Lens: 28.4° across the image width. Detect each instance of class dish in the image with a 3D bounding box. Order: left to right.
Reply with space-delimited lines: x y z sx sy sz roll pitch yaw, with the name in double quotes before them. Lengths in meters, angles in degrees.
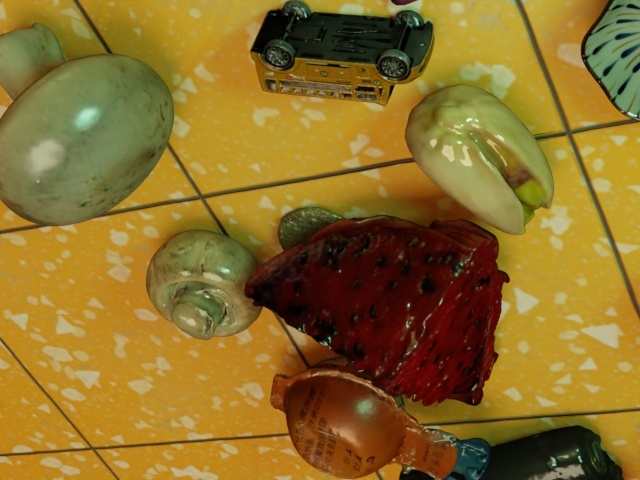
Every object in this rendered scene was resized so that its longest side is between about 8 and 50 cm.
"dish" 0.363 -0.206 1.278 0.191 0.066 0.190 11 135 11

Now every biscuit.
"biscuit" 0.000 0.000 1.660 0.120 0.015 0.120 10 138 9

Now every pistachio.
"pistachio" 0.181 -0.095 1.431 0.200 0.117 0.145 38 173 -30

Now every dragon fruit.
"dragon fruit" 0.112 0.070 1.641 0.286 0.228 0.329 27 -179 38

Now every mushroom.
"mushroom" -0.304 -0.144 1.492 0.244 0.243 0.243 10 137 10
"mushroom" -0.155 0.062 1.700 0.166 0.127 0.166 7 130 9

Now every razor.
"razor" 0.284 0.375 1.880 0.327 0.107 0.189 -19 124 35

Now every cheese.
"cheese" 0.080 0.273 1.813 0.329 0.129 0.217 19 138 11

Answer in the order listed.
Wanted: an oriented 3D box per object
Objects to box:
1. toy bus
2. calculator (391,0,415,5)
"toy bus" 0.028 -0.202 1.392 0.195 0.083 0.088 8 140 15
"calculator" 0.079 -0.328 1.280 0.127 0.034 0.190 -15 127 34
